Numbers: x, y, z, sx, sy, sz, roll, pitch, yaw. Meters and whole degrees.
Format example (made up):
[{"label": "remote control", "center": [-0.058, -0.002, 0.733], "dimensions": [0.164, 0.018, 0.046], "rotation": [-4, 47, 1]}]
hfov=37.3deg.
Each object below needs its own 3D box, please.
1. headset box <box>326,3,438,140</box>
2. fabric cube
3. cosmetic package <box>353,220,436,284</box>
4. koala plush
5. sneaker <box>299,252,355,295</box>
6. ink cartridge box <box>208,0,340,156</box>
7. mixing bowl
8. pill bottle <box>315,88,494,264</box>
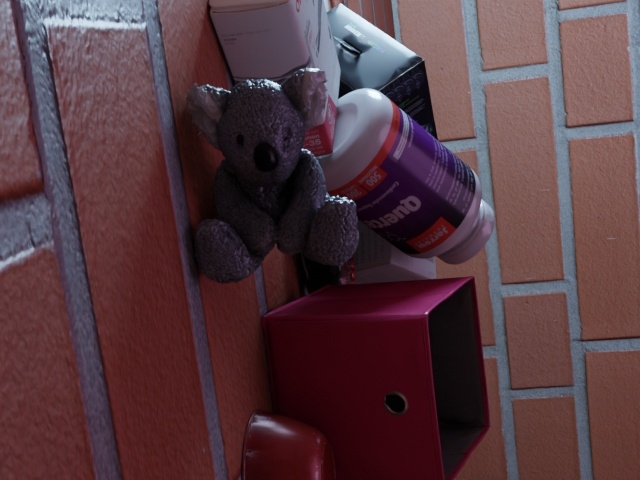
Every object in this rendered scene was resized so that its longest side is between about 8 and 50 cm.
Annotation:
[{"label": "headset box", "center": [0.082, -0.259, 1.724], "dimensions": [0.246, 0.131, 0.283], "rotation": [44, -18, 37]}, {"label": "fabric cube", "center": [0.092, 0.204, 1.436], "dimensions": [0.259, 0.258, 0.254], "rotation": [-22, 107, -64]}, {"label": "cosmetic package", "center": [0.096, 0.008, 1.742], "dimensions": [0.151, 0.183, 0.151], "rotation": [22, 60, -47]}, {"label": "koala plush", "center": [-0.067, -0.095, 1.138], "dimensions": [0.203, 0.196, 0.221], "rotation": [-97, 177, -65]}, {"label": "sneaker", "center": [0.000, 0.000, 1.606], "dimensions": [0.135, 0.097, 0.276], "rotation": [-18, 107, -69]}, {"label": "ink cartridge box", "center": [-0.057, -0.288, 1.391], "dimensions": [0.283, 0.117, 0.207], "rotation": [72, 18, -48]}, {"label": "mixing bowl", "center": [-0.035, 0.320, 1.290], "dimensions": [0.181, 0.098, 0.182], "rotation": [-4, 90, -78]}, {"label": "pill bottle", "center": [0.136, -0.091, 1.541], "dimensions": [0.323, 0.181, 0.182], "rotation": [35, 41, -30]}]
